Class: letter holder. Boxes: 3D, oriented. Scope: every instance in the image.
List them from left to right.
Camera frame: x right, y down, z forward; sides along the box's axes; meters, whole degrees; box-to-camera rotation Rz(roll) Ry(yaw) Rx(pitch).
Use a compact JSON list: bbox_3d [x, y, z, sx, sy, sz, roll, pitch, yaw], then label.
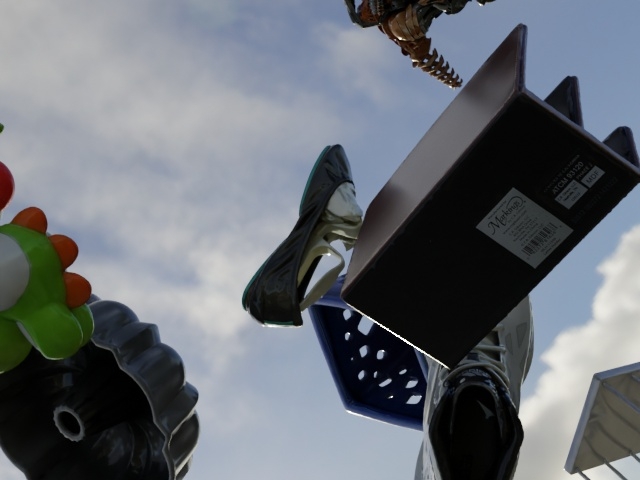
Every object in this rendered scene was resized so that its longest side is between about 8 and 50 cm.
[{"bbox_3d":[0.177,-0.053,1.132,0.302,0.152,0.214,-51,12,31],"label":"letter holder"}]

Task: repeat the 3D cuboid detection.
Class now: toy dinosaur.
[{"bbox_3d":[0.149,-0.387,1.668,0.218,0.164,0.322,-35,-37,-3],"label":"toy dinosaur"}]

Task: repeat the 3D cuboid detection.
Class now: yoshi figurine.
[{"bbox_3d":[-0.409,0.007,1.133,0.203,0.362,0.203,-41,3,-37],"label":"yoshi figurine"}]

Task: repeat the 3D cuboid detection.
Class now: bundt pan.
[{"bbox_3d":[-0.293,0.210,1.388,0.124,0.330,0.331,-40,-23,-51],"label":"bundt pan"}]

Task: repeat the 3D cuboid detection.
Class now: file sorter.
[{"bbox_3d":[0.575,0.315,1.706,0.277,0.173,0.193,-8,-58,-32],"label":"file sorter"}]

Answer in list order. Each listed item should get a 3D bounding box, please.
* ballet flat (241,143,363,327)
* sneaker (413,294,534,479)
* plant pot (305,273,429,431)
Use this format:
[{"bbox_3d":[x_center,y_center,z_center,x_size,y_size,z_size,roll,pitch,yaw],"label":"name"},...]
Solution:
[{"bbox_3d":[0.000,0.000,1.369,0.281,0.096,0.095,-63,-22,-24],"label":"ballet flat"},{"bbox_3d":[0.214,0.153,1.348,0.257,0.169,0.448,94,-179,-72],"label":"sneaker"},{"bbox_3d":[0.151,0.146,1.689,0.212,0.236,0.236,-35,-63,-35],"label":"plant pot"}]
